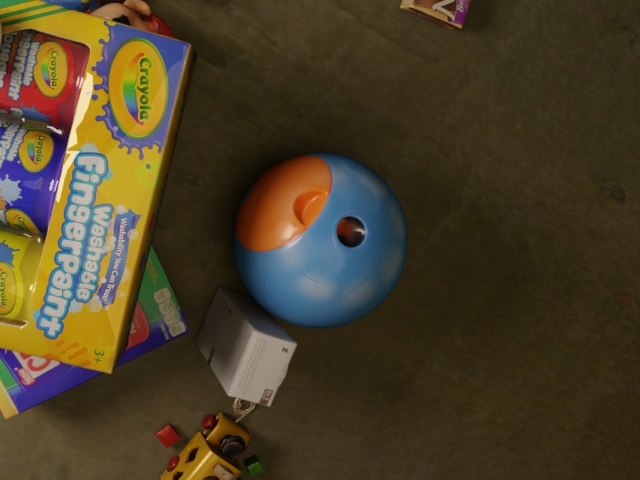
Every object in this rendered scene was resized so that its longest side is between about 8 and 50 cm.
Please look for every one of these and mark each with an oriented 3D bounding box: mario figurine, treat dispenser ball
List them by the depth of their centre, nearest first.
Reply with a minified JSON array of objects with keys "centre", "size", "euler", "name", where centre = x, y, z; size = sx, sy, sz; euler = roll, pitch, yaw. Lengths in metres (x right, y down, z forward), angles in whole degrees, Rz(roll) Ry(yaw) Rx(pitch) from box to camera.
[{"centre":[-0.349,-0.336,1.176],"size":[0.320,0.198,0.170],"euler":[31,50,-18],"name":"mario figurine"},{"centre":[0.000,0.000,1.339],"size":[0.288,0.288,0.288],"euler":[-5,106,-20],"name":"treat dispenser ball"}]

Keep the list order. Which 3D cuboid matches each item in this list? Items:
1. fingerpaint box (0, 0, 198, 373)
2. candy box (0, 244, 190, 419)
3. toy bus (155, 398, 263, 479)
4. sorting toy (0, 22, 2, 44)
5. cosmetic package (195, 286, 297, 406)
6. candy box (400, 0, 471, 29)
[{"centre":[-0.396,-0.089,1.086],"size":[0.370,0.163,0.445],"euler":[15,96,-7],"name":"fingerpaint box"},{"centre":[-0.409,0.084,1.296],"size":[0.317,0.122,0.268],"euler":[-25,111,-12],"name":"candy box"},{"centre":[-0.190,0.401,1.472],"size":[0.190,0.104,0.202],"euler":[-8,107,-19],"name":"toy bus"},{"centre":[-0.423,-0.238,0.967],"size":[0.075,0.045,0.083],"euler":[12,94,1],"name":"sorting toy"},{"centre":[-0.130,0.172,1.365],"size":[0.085,0.231,0.117],"euler":[20,95,-24],"name":"cosmetic package"},{"centre":[0.223,-0.478,1.431],"size":[0.109,0.053,0.187],"euler":[16,96,-24],"name":"candy box"}]
